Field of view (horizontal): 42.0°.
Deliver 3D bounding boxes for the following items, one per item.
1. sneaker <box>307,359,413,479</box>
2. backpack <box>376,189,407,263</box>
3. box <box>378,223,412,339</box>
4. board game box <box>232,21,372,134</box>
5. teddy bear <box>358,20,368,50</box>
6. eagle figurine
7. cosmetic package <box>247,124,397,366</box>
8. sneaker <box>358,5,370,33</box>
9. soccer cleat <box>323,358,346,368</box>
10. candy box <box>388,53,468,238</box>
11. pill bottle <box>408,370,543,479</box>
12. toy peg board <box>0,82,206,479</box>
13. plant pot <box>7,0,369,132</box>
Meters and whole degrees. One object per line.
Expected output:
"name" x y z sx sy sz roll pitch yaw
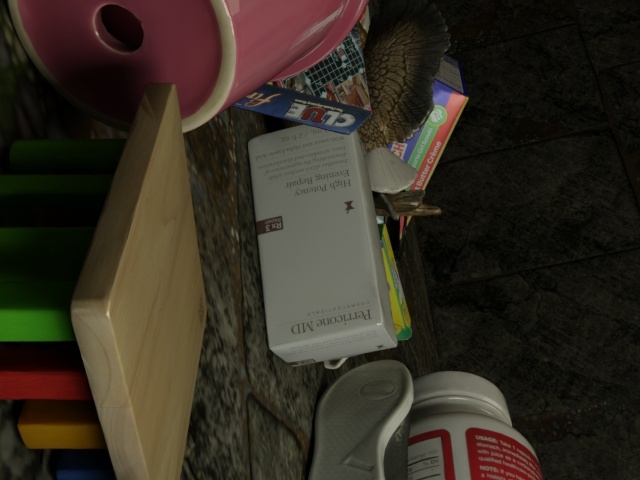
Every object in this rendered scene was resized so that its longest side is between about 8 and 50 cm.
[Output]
"sneaker" 0.054 0.256 0.899 0.296 0.104 0.147 -68 146 -62
"backpack" 0.061 -0.040 1.185 0.152 0.115 0.182 -99 -171 -84
"box" 0.050 0.068 1.050 0.043 0.105 0.179 -74 152 -52
"board game box" -0.044 -0.224 0.784 0.042 0.165 0.243 -44 -136 49
"teddy bear" -0.016 -0.344 1.237 0.338 0.113 0.245 42 30 -60
"eagle figurine" 0.036 -0.174 1.047 0.226 0.225 0.298 -9 98 -59
"cosmetic package" 0.000 0.000 0.847 0.085 0.117 0.231 55 24 -63
"sneaker" 0.065 -0.377 1.688 0.145 0.090 0.270 67 19 -50
"soccer cleat" 0.007 0.054 0.960 0.076 0.068 0.196 -68 147 -66
"candy box" 0.131 -0.173 1.372 0.317 0.122 0.268 -70 -175 -68
"pill bottle" 0.176 0.368 1.040 0.408 0.229 0.229 -87 161 -54
"toy peg board" -0.109 0.033 0.399 0.161 0.079 0.161 -88 178 -50
"plant pot" -0.074 -0.160 0.481 0.180 0.201 0.201 -65 145 -47
